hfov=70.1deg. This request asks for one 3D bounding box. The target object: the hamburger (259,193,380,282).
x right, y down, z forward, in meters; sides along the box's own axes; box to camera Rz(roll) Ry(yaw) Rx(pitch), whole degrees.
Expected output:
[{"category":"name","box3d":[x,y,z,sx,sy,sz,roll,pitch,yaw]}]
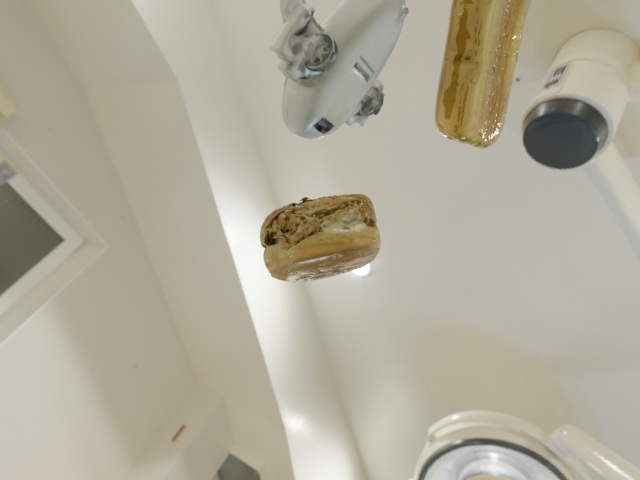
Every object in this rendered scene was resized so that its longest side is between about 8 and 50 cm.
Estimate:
[{"category":"hamburger","box3d":[0.000,0.000,0.524,0.138,0.083,0.147,-10,-13,3]}]

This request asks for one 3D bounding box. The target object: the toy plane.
[{"category":"toy plane","box3d":[0.029,-0.253,0.616,0.118,0.252,0.252,38,-25,32]}]

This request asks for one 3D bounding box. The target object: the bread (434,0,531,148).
[{"category":"bread","box3d":[0.242,-0.297,0.691,0.091,0.142,0.305,29,-61,49]}]
